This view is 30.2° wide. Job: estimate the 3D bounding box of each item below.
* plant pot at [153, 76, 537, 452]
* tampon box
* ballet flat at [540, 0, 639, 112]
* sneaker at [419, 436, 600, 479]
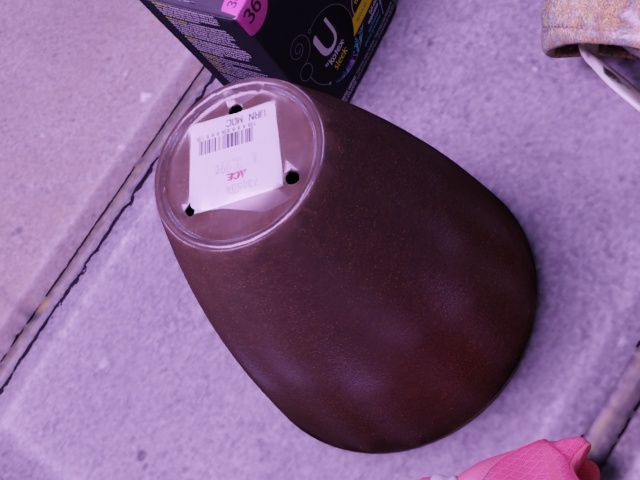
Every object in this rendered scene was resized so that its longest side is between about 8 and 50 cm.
[{"bbox_3d":[0.000,0.000,0.745,0.215,0.230,0.215,-11,62,22],"label":"plant pot"},{"bbox_3d":[-0.036,-0.181,0.890,0.101,0.161,0.120,20,77,32],"label":"tampon box"},{"bbox_3d":[0.282,-0.097,0.733,0.349,0.123,0.123,32,84,33],"label":"ballet flat"},{"bbox_3d":[0.152,0.204,0.608,0.136,0.116,0.314,-29,35,-3],"label":"sneaker"}]
